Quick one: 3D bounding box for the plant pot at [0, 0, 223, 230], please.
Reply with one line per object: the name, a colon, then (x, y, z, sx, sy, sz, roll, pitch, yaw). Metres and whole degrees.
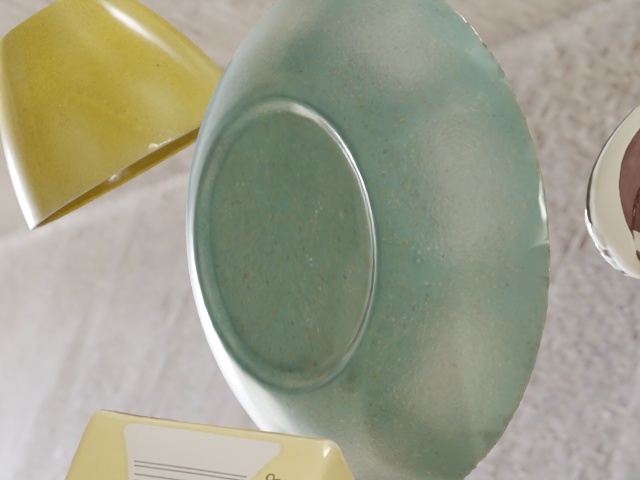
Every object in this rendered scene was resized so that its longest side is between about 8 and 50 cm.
plant pot: (-0.119, -0.080, 1.061, 0.134, 0.095, 0.134, -30, 2, 1)

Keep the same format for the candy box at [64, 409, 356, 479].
candy box: (-0.053, 0.230, 0.562, 0.087, 0.183, 0.316, 5, 55, 24)

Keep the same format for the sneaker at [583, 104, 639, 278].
sneaker: (0.265, -0.077, 0.959, 0.162, 0.106, 0.281, 32, 87, 47)

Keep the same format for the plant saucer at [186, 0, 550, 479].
plant saucer: (0.000, 0.000, 0.710, 0.195, 0.037, 0.195, 6, 98, 50)
